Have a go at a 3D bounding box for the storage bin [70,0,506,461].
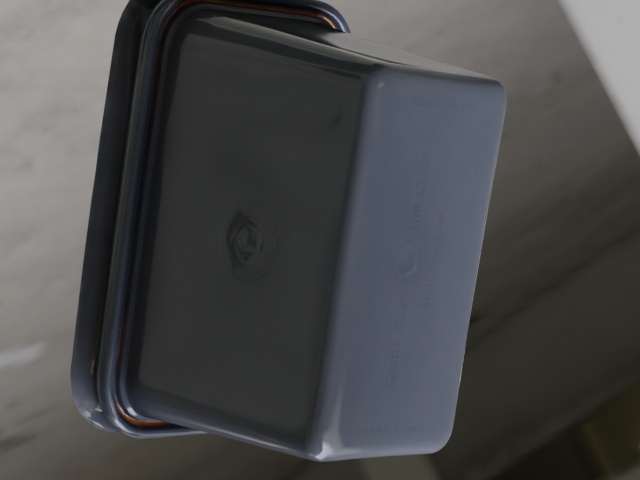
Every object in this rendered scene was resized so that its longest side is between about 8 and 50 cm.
[{"bbox_3d":[0.000,0.000,0.554,0.098,0.135,0.091,2,-170,-44],"label":"storage bin"}]
